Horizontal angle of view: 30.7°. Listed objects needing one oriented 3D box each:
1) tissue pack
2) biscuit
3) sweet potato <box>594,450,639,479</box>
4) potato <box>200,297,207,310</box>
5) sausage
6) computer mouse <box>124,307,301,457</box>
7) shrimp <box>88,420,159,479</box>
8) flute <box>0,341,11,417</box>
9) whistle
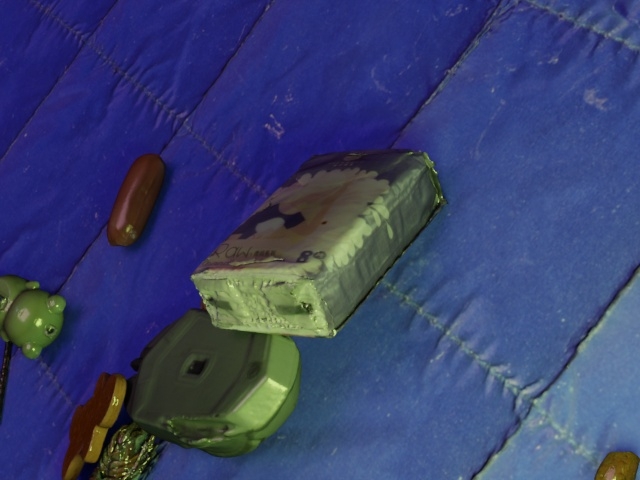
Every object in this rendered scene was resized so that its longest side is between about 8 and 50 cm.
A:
[{"bbox_3d":[0.000,0.000,1.716,0.242,0.125,0.344,1,36,39],"label":"tissue pack"},{"bbox_3d":[-0.372,0.304,1.954,0.250,0.036,0.165,-49,29,43],"label":"biscuit"},{"bbox_3d":[0.342,0.304,1.396,0.049,0.049,0.117,20,79,45],"label":"sweet potato"},{"bbox_3d":[-0.164,0.099,1.952,0.068,0.062,0.083,26,61,30],"label":"potato"},{"bbox_3d":[-0.349,-0.076,2.199,0.077,0.077,0.194,4,69,42],"label":"sausage"},{"bbox_3d":[-0.154,0.226,1.805,0.429,0.145,0.228,1,60,53],"label":"computer mouse"},{"bbox_3d":[-0.320,0.346,1.923,0.090,0.079,0.233,12,68,39],"label":"shrimp"},{"bbox_3d":[-0.617,0.237,2.285,0.014,0.014,0.270,-21,53,30],"label":"flute"},{"bbox_3d":[-0.585,0.133,2.253,0.288,0.106,0.131,23,84,45],"label":"whistle"}]
